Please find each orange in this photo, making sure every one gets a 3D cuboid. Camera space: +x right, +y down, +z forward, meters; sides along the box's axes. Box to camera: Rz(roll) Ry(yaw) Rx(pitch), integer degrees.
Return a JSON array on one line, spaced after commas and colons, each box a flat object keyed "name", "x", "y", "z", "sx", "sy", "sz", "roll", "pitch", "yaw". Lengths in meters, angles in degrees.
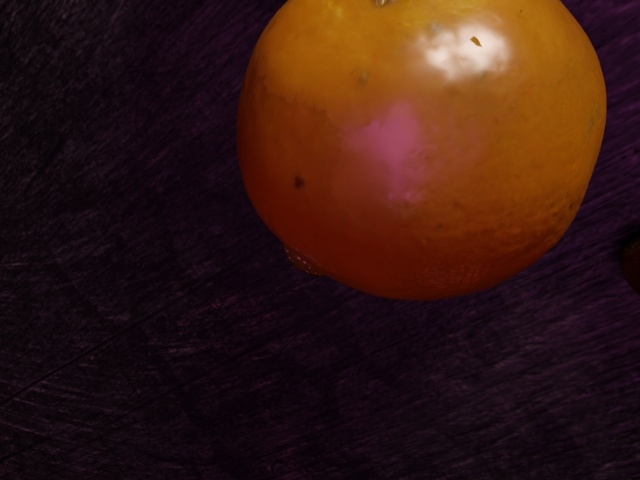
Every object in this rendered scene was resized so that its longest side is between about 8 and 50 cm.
[{"name": "orange", "x": 0.081, "y": -0.095, "z": 0.440, "sx": 0.312, "sy": 0.312, "sz": 0.312, "roll": 7, "pitch": 112, "yaw": 19}]

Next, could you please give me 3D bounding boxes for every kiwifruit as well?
[{"name": "kiwifruit", "x": 0.372, "y": 0.041, "z": 0.506, "sx": 0.124, "sy": 0.075, "sz": 0.075, "roll": 40, "pitch": 119, "yaw": 8}]

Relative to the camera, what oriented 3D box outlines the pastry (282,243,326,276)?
[{"name": "pastry", "x": 0.000, "y": 0.000, "z": 0.645, "sx": 0.097, "sy": 0.057, "sz": 0.109, "roll": -38, "pitch": 92, "yaw": 30}]
